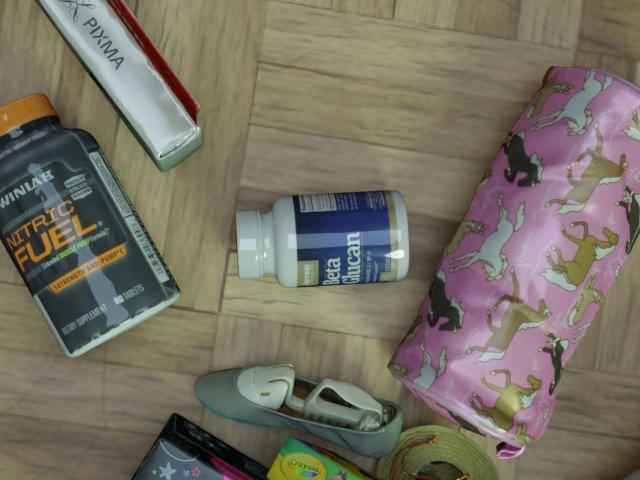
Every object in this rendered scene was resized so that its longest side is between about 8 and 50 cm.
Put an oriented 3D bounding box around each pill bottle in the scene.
[{"bbox_3d":[-0.249,-0.019,1.242,0.130,0.130,0.246,-30,90,-5],"label":"pill bottle"},{"bbox_3d":[0.000,0.000,1.277,0.169,0.094,0.094,-4,88,-4],"label":"pill bottle"}]

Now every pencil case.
[{"bbox_3d":[0.220,0.017,1.264,0.167,0.160,0.386,27,85,42],"label":"pencil case"}]

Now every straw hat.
[{"bbox_3d":[0.131,0.256,1.288,0.144,0.061,0.145,-5,80,28],"label":"straw hat"}]

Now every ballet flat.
[{"bbox_3d":[-0.019,0.157,1.272,0.213,0.072,0.068,17,129,0],"label":"ballet flat"}]

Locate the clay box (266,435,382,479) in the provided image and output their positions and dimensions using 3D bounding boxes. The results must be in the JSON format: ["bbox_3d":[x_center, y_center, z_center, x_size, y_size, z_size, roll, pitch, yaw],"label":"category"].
[{"bbox_3d":[0.069,0.266,1.208,0.222,0.127,0.053,26,84,28],"label":"clay box"}]

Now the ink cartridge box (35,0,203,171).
[{"bbox_3d":[-0.211,-0.199,1.197,0.060,0.239,0.275,-36,90,-5],"label":"ink cartridge box"}]

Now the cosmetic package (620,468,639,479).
[{"bbox_3d":[0.429,0.375,1.229,0.284,0.097,0.377,-36,96,22],"label":"cosmetic package"}]

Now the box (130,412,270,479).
[{"bbox_3d":[-0.080,0.298,1.225,0.247,0.163,0.142,32,89,-2],"label":"box"}]
